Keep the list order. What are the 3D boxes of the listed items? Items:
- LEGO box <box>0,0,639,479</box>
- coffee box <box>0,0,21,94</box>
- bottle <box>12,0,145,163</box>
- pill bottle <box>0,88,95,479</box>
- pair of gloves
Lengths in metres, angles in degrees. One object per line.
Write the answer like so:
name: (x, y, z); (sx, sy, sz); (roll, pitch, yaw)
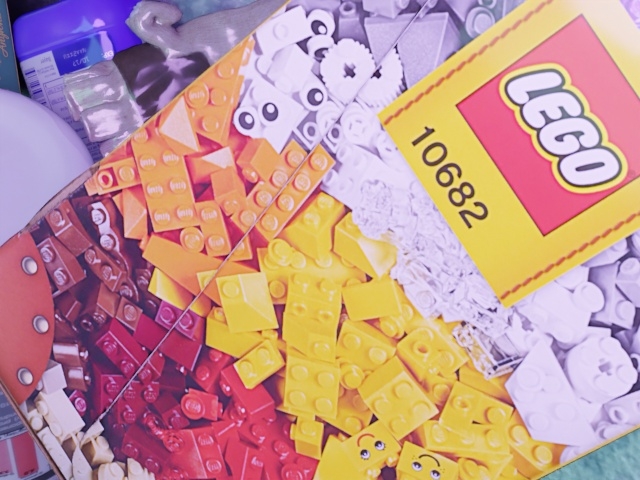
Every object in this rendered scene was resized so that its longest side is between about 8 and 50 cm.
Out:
LEGO box: (0.125, -0.052, 0.679); (0.372, 0.500, 0.193); (-35, 87, 31)
coffee box: (-0.300, -0.155, 1.083); (0.184, 0.040, 0.113); (15, 115, 54)
bottle: (-0.149, -0.055, 1.051); (0.118, 0.092, 0.283); (-12, 100, 34)
pill bottle: (-0.264, 0.075, 1.022); (0.210, 0.210, 0.363); (27, 143, 17)
pair of gloves: (-0.116, -0.183, 0.971); (0.204, 0.042, 0.240); (-29, 97, -9)
